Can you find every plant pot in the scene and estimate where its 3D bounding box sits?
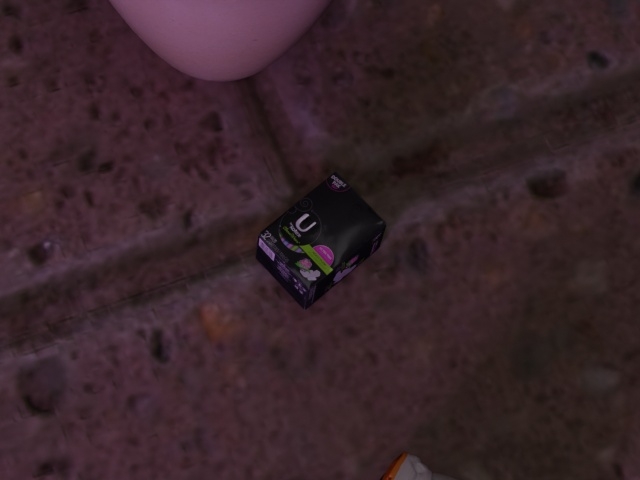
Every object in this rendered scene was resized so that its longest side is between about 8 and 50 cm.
[{"bbox_3d":[-0.075,-0.240,1.305,0.256,0.274,0.256,1,69,-3],"label":"plant pot"}]

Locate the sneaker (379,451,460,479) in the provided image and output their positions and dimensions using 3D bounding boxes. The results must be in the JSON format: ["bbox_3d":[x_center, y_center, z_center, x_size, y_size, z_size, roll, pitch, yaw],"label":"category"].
[{"bbox_3d":[0.071,0.285,1.205,0.121,0.099,0.262,18,69,-1],"label":"sneaker"}]

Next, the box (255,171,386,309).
[{"bbox_3d":[0.000,0.000,1.334,0.083,0.052,0.062,-39,77,-18],"label":"box"}]
